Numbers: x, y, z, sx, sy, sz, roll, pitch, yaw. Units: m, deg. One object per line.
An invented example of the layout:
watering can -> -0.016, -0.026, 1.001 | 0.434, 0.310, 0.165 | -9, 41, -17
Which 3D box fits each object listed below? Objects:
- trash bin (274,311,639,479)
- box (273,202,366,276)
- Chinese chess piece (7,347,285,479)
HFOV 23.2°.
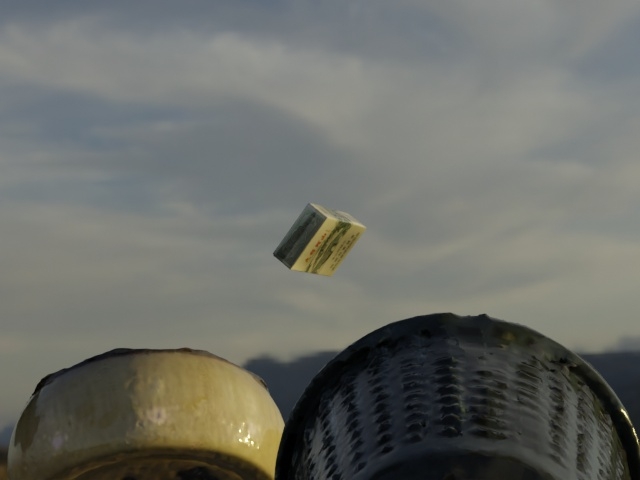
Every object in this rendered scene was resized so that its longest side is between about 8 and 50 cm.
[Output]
trash bin -> 0.058, 0.127, 0.655 | 0.176, 0.175, 0.161 | -3, 6, 6
box -> 0.000, 0.000, 1.276 | 0.024, 0.054, 0.083 | 42, 12, 22
Chinese chess piece -> -0.156, 0.203, 1.424 | 0.257, 0.104, 0.257 | -5, -36, -4
